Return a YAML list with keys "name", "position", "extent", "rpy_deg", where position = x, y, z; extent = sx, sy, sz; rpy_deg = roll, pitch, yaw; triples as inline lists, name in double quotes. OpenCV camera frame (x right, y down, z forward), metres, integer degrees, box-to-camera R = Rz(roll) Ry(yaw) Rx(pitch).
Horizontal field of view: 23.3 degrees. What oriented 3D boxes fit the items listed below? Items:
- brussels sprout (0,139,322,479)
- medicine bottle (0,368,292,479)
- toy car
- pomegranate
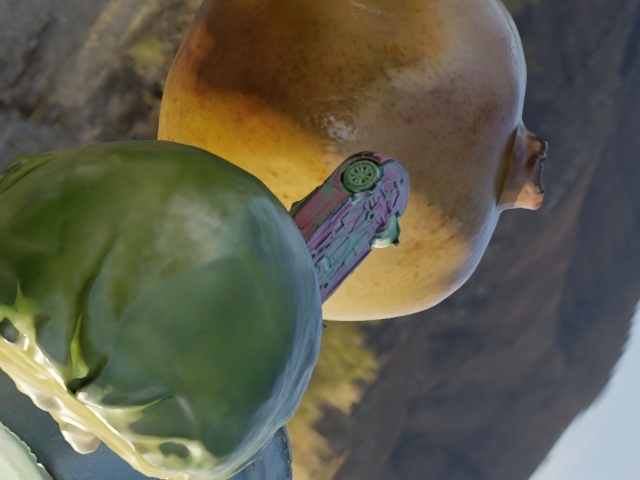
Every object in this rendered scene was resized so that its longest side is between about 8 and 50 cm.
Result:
- name: "brussels sprout"
  position: [-0.068, 0.021, 0.617]
  extent: [0.122, 0.149, 0.151]
  rpy_deg: [-47, 174, -17]
- name: "medicine bottle"
  position: [-0.177, 0.201, 1.195]
  extent: [0.290, 0.245, 0.245]
  rpy_deg: [-16, 146, -56]
- name: "toy car"
  position: [0.000, 0.000, 0.986]
  extent: [0.142, 0.055, 0.069]
  rpy_deg: [-46, 145, -16]
- name: "pomegranate"
  position: [0.039, -0.112, 1.535]
  extent: [0.416, 0.417, 0.416]
  rpy_deg: [-53, 176, -5]
